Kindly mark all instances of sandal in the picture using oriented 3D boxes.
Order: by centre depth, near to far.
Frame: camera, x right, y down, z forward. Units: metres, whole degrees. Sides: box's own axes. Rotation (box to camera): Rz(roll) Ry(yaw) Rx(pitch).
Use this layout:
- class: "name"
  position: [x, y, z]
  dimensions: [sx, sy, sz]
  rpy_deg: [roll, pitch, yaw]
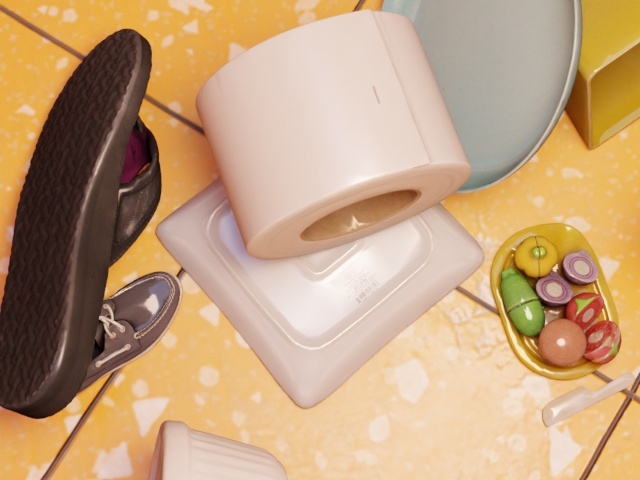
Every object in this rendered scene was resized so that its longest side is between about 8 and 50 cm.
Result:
- class: "sandal"
  position: [-0.253, -0.019, 1.328]
  dimensions: [0.167, 0.107, 0.446]
  rpy_deg: [-9, 63, 42]

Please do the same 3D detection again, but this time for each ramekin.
- class: "ramekin"
  position: [-0.111, 0.318, 1.194]
  dimensions: [0.127, 0.273, 0.273]
  rpy_deg: [7, 78, -11]

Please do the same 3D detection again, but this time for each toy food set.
- class: "toy food set"
  position: [0.270, 0.081, 1.334]
  dimensions: [0.128, 0.071, 0.218]
  rpy_deg: [-18, 79, -4]

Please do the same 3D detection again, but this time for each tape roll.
- class: "tape roll"
  position: [0.013, -0.101, 1.241]
  dimensions: [0.246, 0.246, 0.169]
  rpy_deg: [-19, 79, -4]

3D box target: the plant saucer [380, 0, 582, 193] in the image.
- class: "plant saucer"
  position: [0.170, -0.208, 1.309]
  dimensions: [0.043, 0.317, 0.318]
  rpy_deg: [2, 75, -35]

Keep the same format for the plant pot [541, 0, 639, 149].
- class: "plant pot"
  position: [0.326, -0.263, 1.340]
  dimensions: [0.212, 0.212, 0.187]
  rpy_deg: [-35, 69, 1]

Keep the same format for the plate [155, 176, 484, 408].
- class: "plate"
  position: [0.000, 0.000, 1.366]
  dimensions: [0.277, 0.045, 0.278]
  rpy_deg: [-39, 81, -8]

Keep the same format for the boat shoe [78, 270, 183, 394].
- class: "boat shoe"
  position: [-0.236, 0.106, 1.331]
  dimensions: [0.206, 0.065, 0.075]
  rpy_deg: [-39, 80, -8]
